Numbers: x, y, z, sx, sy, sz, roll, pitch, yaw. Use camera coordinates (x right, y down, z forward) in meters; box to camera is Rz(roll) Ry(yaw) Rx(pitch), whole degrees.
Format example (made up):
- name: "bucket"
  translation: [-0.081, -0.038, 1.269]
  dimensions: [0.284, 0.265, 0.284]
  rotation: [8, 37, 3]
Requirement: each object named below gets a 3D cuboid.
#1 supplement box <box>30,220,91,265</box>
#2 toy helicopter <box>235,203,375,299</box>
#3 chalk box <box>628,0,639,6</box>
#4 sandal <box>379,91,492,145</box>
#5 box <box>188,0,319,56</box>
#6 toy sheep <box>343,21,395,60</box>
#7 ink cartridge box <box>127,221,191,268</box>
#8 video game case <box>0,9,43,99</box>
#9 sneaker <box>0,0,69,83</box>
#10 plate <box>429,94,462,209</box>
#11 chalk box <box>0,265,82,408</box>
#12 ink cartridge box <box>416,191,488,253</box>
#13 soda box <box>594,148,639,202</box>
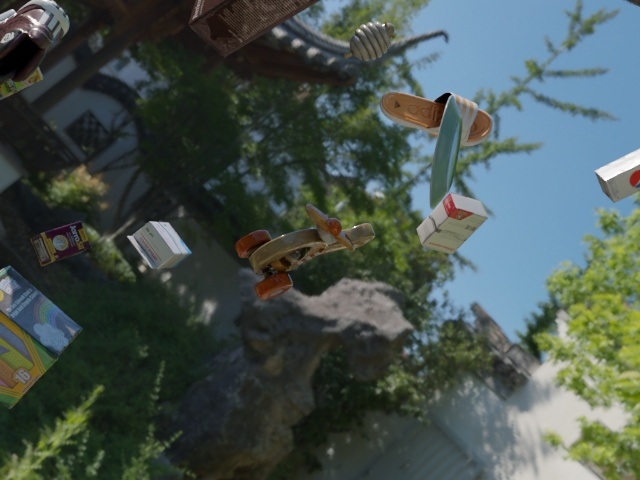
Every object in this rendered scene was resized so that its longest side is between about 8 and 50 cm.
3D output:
- name: "supplement box"
  translation: [-0.459, 0.005, 1.377]
  dimensions: [0.043, 0.083, 0.054]
  rotation: [-19, -85, 43]
- name: "toy helicopter"
  translation: [0.000, 0.000, 1.757]
  dimensions: [0.235, 0.355, 0.140]
  rotation: [-41, -111, 43]
- name: "chalk box"
  translation: [0.468, -0.481, 1.205]
  dimensions: [0.180, 0.179, 0.289]
  rotation: [27, 24, -1]
- name: "sandal"
  translation: [0.264, -0.282, 1.720]
  dimensions: [0.265, 0.101, 0.076]
  rotation: [11, -23, -10]
- name: "box"
  translation: [-0.132, -0.627, 1.893]
  dimensions: [0.381, 0.191, 0.143]
  rotation: [-22, -43, 35]
- name: "toy sheep"
  translation: [0.109, -0.446, 1.749]
  dimensions: [0.091, 0.132, 0.091]
  rotation: [54, 2, -3]
- name: "ink cartridge box"
  translation: [-0.392, 0.011, 1.910]
  dimensions: [0.104, 0.060, 0.180]
  rotation: [52, 6, 4]
- name: "video game case"
  translation: [-0.790, -0.422, 1.860]
  dimensions: [0.026, 0.206, 0.227]
  rotation: [49, -20, 22]
- name: "sneaker"
  translation: [-0.591, -0.326, 1.416]
  dimensions: [0.106, 0.281, 0.162]
  rotation: [45, 33, -32]
- name: "plate"
  translation: [0.207, -0.141, 1.264]
  dimensions: [0.024, 0.188, 0.188]
  rotation: [12, -20, 14]
- name: "chalk box"
  translation: [-0.528, 0.140, 1.270]
  dimensions: [0.213, 0.132, 0.132]
  rotation: [43, 13, -10]
- name: "ink cartridge box"
  translation: [0.302, -0.039, 1.795]
  dimensions: [0.099, 0.135, 0.056]
  rotation: [14, 43, -30]
- name: "soda box"
  translation: [0.779, -0.177, 1.863]
  dimensions: [0.069, 0.216, 0.074]
  rotation: [60, 9, -23]
